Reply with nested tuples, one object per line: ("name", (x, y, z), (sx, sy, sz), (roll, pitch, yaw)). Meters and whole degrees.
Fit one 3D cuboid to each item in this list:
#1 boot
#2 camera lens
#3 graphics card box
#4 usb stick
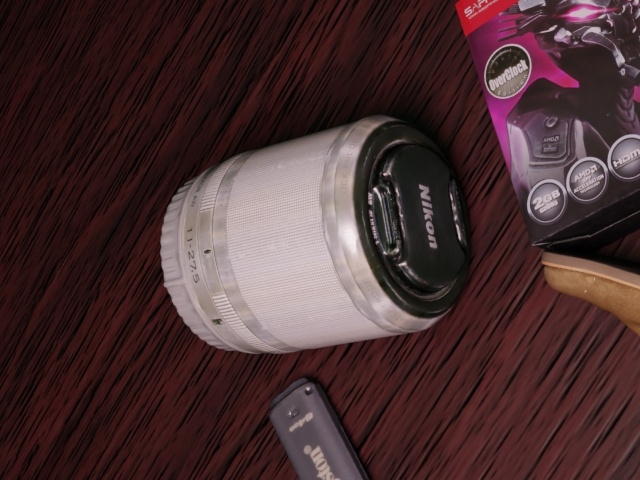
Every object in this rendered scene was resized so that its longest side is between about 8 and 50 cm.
("boot", (0.320, 0.090, 1.241), (0.305, 0.112, 0.115), (23, 106, 30))
("camera lens", (0.000, 0.000, 1.463), (0.274, 0.219, 0.219), (-13, 71, 37))
("graphics card box", (0.267, -0.194, 1.377), (0.233, 0.094, 0.371), (-29, 63, 31))
("usb stick", (0.023, 0.270, 1.489), (0.077, 0.045, 0.278), (-44, 55, 23))
